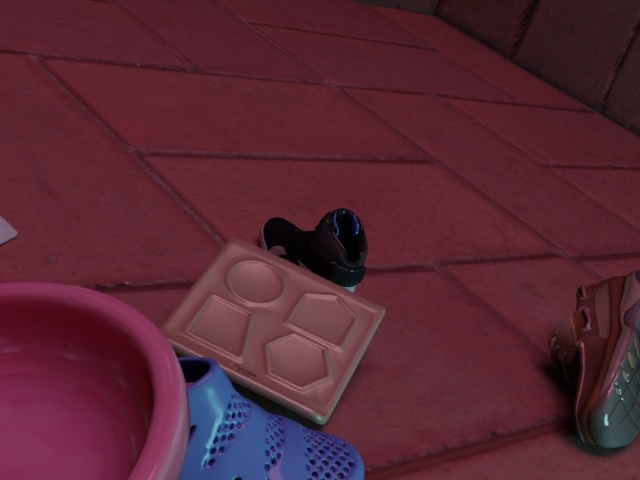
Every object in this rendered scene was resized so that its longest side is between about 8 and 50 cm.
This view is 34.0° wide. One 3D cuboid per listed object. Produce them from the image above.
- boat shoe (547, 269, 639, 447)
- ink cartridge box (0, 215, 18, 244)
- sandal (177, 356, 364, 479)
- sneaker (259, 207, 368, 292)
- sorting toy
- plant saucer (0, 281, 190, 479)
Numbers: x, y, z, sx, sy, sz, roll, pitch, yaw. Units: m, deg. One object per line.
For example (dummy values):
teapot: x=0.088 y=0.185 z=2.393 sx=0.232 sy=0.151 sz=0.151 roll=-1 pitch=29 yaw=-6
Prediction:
boat shoe: x=0.346 y=0.147 z=1.301 sx=0.117 sy=0.123 sz=0.324 roll=-5 pitch=22 yaw=26
ink cartridge box: x=-0.539 y=-0.063 z=1.036 sx=0.385 sy=0.091 sz=0.308 roll=41 pitch=24 yaw=1
sandal: x=-0.104 y=0.154 z=0.836 sx=0.318 sy=0.138 sz=0.126 roll=15 pitch=22 yaw=-20
sneaker: x=0.000 y=0.000 z=1.274 sx=0.079 sy=0.121 sz=0.217 roll=9 pitch=27 yaw=-31
sorting toy: x=-0.049 y=0.092 z=1.102 sx=0.193 sy=0.038 sz=0.208 roll=25 pitch=37 yaw=7
plant saucer: x=-0.239 y=0.153 z=0.649 sx=0.332 sy=0.084 sz=0.332 roll=-8 pitch=33 yaw=5
